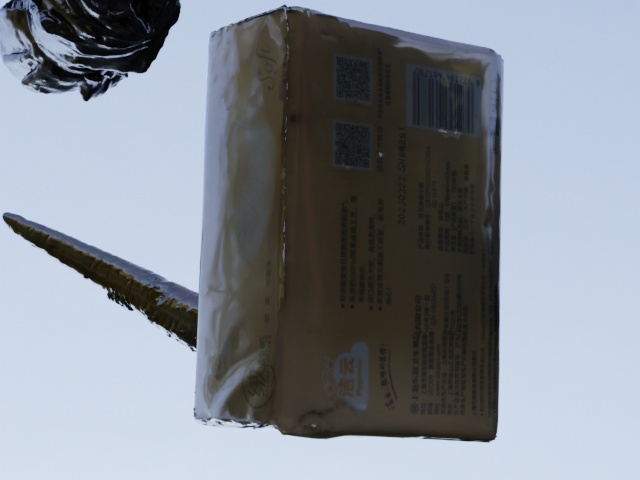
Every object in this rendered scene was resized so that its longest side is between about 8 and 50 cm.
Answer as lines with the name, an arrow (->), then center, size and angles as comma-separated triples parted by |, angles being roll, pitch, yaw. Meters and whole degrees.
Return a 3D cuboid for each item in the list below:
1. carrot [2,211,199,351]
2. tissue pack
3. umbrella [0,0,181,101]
carrot -> -0.168, 0.033, 1.421 | 0.254, 0.049, 0.049 | 27, -57, 18
tissue pack -> 0.000, 0.000, 1.291 | 0.239, 0.238, 0.305 | 1, -97, 5
umbrella -> -0.151, -0.133, 1.045 | 0.090, 0.326, 0.094 | -36, -82, -15
